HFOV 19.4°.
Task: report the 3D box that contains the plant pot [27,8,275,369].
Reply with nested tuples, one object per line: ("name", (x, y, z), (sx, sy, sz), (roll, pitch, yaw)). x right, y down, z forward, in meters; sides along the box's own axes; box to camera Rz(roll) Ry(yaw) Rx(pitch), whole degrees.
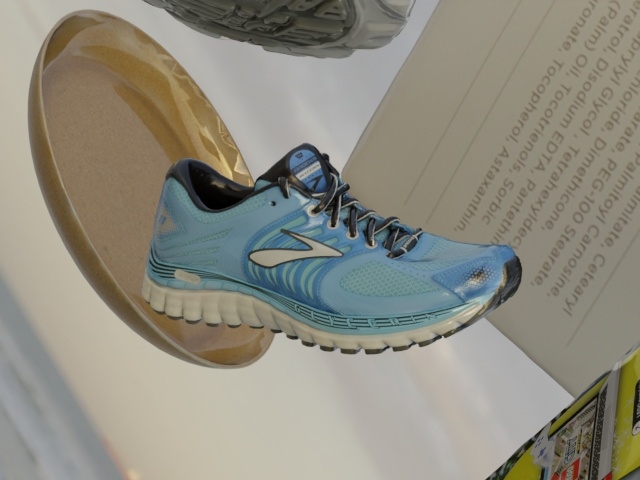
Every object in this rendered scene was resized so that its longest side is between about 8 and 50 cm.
("plant pot", (-0.103, -0.027, 1.126), (0.236, 0.032, 0.236), (46, 28, -34))

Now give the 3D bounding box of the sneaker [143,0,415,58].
("sneaker", (0.007, -0.135, 0.562), (0.090, 0.115, 0.232), (19, -23, -17))

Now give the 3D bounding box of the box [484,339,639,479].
("box", (0.068, 0.152, 0.583), (0.044, 0.159, 0.233), (33, 37, -12))

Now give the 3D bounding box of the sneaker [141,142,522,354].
("sneaker", (0.000, 0.000, 0.733), (0.063, 0.162, 0.073), (-28, 121, -62))

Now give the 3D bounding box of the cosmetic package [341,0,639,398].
("cosmetic package", (0.298, -0.049, 1.135), (0.394, 0.327, 0.329), (43, 24, 31))
